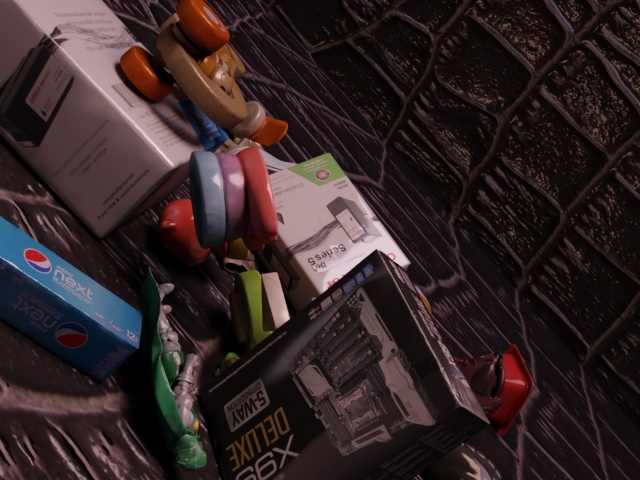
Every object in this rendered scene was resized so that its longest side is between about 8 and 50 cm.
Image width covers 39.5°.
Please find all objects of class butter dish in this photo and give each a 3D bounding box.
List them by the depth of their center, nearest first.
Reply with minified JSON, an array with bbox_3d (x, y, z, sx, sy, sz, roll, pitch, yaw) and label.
[{"bbox_3d":[0.374,0.318,1.954,0.118,0.160,0.160,17,27,-17],"label":"butter dish"}]

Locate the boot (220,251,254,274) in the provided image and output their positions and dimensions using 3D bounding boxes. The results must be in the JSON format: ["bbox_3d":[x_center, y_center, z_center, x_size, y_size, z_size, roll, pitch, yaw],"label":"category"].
[{"bbox_3d":[-0.160,0.010,1.488,0.118,0.042,0.087,28,34,-32],"label":"boot"}]

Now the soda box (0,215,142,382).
[{"bbox_3d":[-0.301,0.065,0.988,0.210,0.067,0.071,40,19,-24],"label":"soda box"}]

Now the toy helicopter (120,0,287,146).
[{"bbox_3d":[-0.151,-0.251,1.369,0.235,0.140,0.355,48,13,-13],"label":"toy helicopter"}]

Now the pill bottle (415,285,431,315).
[{"bbox_3d":[0.144,0.161,1.714,0.136,0.136,0.245,47,18,-3],"label":"pill bottle"}]

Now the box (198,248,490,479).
[{"bbox_3d":[0.014,0.196,1.055,0.076,0.307,0.242,36,21,-44],"label":"box"}]

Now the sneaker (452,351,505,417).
[{"bbox_3d":[0.291,0.252,1.820,0.106,0.162,0.281,29,26,-46],"label":"sneaker"}]

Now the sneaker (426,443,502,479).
[{"bbox_3d":[0.250,0.443,1.431,0.130,0.109,0.286,10,39,-53],"label":"sneaker"}]

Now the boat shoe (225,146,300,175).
[{"bbox_3d":[-0.081,-0.091,1.803,0.335,0.121,0.119,13,61,-52],"label":"boat shoe"}]

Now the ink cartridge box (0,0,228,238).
[{"bbox_3d":[-0.356,-0.226,1.313,0.395,0.166,0.285,48,17,-4],"label":"ink cartridge box"}]

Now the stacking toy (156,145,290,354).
[{"bbox_3d":[-0.147,0.027,1.247,0.309,0.130,0.279,128,-47,-70],"label":"stacking toy"}]

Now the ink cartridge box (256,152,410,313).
[{"bbox_3d":[0.000,0.000,1.612,0.198,0.114,0.273,-24,67,-30],"label":"ink cartridge box"}]

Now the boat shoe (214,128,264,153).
[{"bbox_3d":[-0.181,-0.198,1.778,0.109,0.098,0.302,54,18,17],"label":"boat shoe"}]

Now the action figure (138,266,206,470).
[{"bbox_3d":[-0.173,0.163,1.040,0.064,0.137,0.232,-8,55,-17],"label":"action figure"}]

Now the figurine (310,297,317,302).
[{"bbox_3d":[0.060,0.193,1.444,0.215,0.092,0.209,61,11,23],"label":"figurine"}]

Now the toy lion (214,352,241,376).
[{"bbox_3d":[-0.099,0.195,1.256,0.100,0.034,0.096,44,11,-10],"label":"toy lion"}]
